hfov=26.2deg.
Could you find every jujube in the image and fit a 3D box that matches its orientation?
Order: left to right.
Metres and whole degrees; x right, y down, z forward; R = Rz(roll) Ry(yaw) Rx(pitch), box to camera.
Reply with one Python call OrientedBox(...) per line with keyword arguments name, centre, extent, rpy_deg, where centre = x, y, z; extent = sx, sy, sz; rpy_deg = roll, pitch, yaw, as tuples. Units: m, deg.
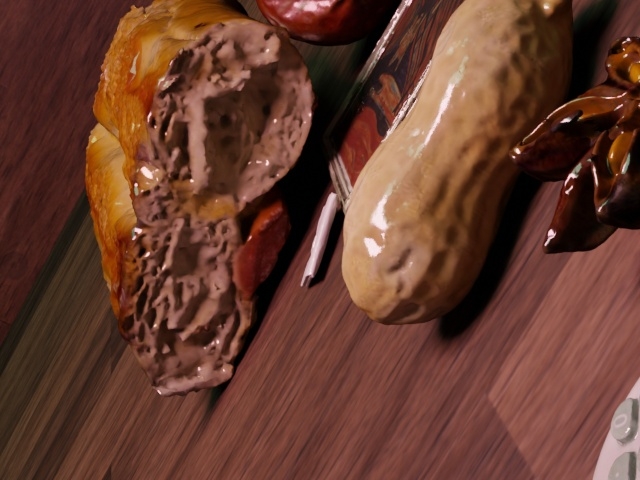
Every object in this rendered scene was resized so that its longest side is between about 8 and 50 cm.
OrientedBox(name="jujube", centre=(0.022, -0.302, 1.412), extent=(0.168, 0.168, 0.236), rpy_deg=(-47, 10, 44))

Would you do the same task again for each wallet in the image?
OrientedBox(name="wallet", centre=(0.000, 0.000, 1.245), extent=(0.044, 0.011, 0.083), rpy_deg=(119, 168, -70))

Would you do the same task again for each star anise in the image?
OrientedBox(name="star anise", centre=(0.162, -0.042, 0.702), extent=(0.234, 0.073, 0.177), rpy_deg=(-53, 19, -25))

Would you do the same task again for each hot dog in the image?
OrientedBox(name="hot dog", centre=(-0.142, -0.078, 1.442), extent=(0.365, 0.196, 0.367), rpy_deg=(-136, 55, -62))

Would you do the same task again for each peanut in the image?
OrientedBox(name="peanut", centre=(0.093, -0.065, 0.919), extent=(0.117, 0.101, 0.263), rpy_deg=(30, 94, 54))

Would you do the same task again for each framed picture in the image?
OrientedBox(name="framed picture", centre=(0.077, -0.166, 1.271), extent=(0.273, 0.016, 0.216), rpy_deg=(-59, 17, 15))

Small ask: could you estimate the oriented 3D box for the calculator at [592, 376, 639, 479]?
OrientedBox(name="calculator", centre=(0.194, 0.066, 0.521), extent=(0.295, 0.042, 0.184), rpy_deg=(-49, 22, 49))
